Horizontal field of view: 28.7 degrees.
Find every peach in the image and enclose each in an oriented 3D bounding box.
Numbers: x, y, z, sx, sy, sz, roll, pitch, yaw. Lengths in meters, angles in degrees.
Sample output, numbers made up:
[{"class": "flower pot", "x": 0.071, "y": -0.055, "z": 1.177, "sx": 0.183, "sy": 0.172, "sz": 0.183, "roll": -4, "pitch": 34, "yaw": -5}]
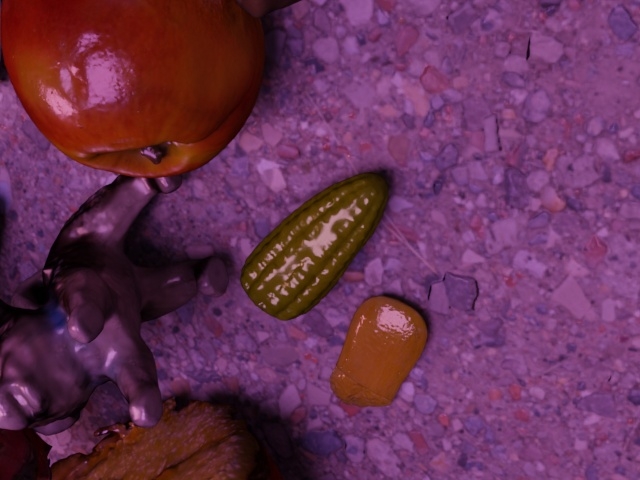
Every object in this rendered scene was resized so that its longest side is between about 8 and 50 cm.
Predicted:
[{"class": "peach", "x": -0.200, "y": 0.386, "z": 1.488, "sx": 0.353, "sy": 0.339, "sz": 0.417, "roll": 20, "pitch": 123, "yaw": -15}, {"class": "peach", "x": -0.191, "y": -0.206, "z": 1.290, "sx": 0.281, "sy": 0.238, "sz": 0.281, "roll": 0, "pitch": 75, "yaw": 0}]

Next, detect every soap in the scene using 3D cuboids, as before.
[{"class": "soap", "x": 0.065, "y": 0.137, "z": 1.432, "sx": 0.089, "sy": 0.033, "sz": 0.168, "roll": 28, "pitch": 120, "yaw": 14}]

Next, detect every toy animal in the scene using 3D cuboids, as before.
[{"class": "toy animal", "x": -0.285, "y": 0.099, "z": 1.411, "sx": 0.302, "sy": 0.344, "sz": 0.194, "roll": -22, "pitch": 114, "yaw": 29}]

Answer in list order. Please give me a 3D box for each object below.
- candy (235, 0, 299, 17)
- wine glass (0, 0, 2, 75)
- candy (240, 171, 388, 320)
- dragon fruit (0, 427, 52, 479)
[{"class": "candy", "x": -0.078, "y": -0.325, "z": 1.223, "sx": 0.234, "sy": 0.104, "sz": 0.102, "roll": 53, "pitch": 159, "yaw": 27}, {"class": "wine glass", "x": -0.393, "y": -0.249, "z": 1.456, "sx": 0.073, "sy": 0.073, "sz": 0.155, "roll": 29, "pitch": 116, "yaw": 10}, {"class": "candy", "x": 0.000, "y": 0.000, "z": 1.373, "sx": 0.097, "sy": 0.097, "sz": 0.209, "roll": 45, "pitch": 116, "yaw": 1}, {"class": "dragon fruit", "x": -0.477, "y": 0.241, "z": 1.433, "sx": 0.269, "sy": 0.250, "sz": 0.291, "roll": -30, "pitch": 128, "yaw": 28}]
